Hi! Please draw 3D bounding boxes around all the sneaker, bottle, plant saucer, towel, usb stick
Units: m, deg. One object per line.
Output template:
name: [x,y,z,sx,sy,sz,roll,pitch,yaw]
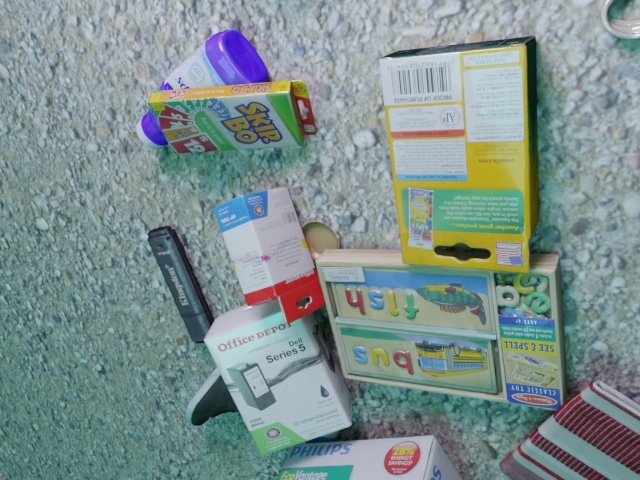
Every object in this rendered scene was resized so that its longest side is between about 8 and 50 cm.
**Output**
sneaker: [-0.200,0.373,1.365,0.147,0.104,0.296,43,124,10]
sneaker: [-0.033,0.425,1.326,0.152,0.058,0.085,11,111,18]
bottle: [-0.222,-0.251,1.065,0.282,0.092,0.118,-25,109,37]
plant saucer: [0.000,0.000,1.115,0.083,0.015,0.084,13,120,23]
towel: [0.464,0.368,0.980,0.237,0.037,0.329,31,138,13]
usb stick: [-0.300,0.101,1.322,0.077,0.045,0.278,-8,109,34]

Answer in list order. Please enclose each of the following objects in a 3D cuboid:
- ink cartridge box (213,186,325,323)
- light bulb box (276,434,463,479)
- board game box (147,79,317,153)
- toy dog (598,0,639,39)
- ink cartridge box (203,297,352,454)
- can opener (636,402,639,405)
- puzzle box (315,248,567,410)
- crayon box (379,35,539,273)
ink cartridge box: [-0.086,0.030,1.077,0.078,0.134,0.231,-19,90,35]
light bulb box: [0.124,0.596,1.184,0.357,0.225,0.361,-17,116,35]
board game box: [-0.142,-0.203,1.003,0.259,0.039,0.124,-4,146,9]
toy dog: [0.446,-0.309,0.605,0.333,0.161,0.220,8,118,27]
ink cartridge box: [-0.078,0.255,1.190,0.198,0.115,0.273,-22,103,10]
can opener: [0.540,0.290,0.928,0.186,0.059,0.073,7,161,34]
puzzle box: [0.202,0.147,1.041,0.408,0.052,0.272,1,118,30]
crayon box: [0.210,-0.119,0.890,0.203,0.083,0.323,4,115,29]
